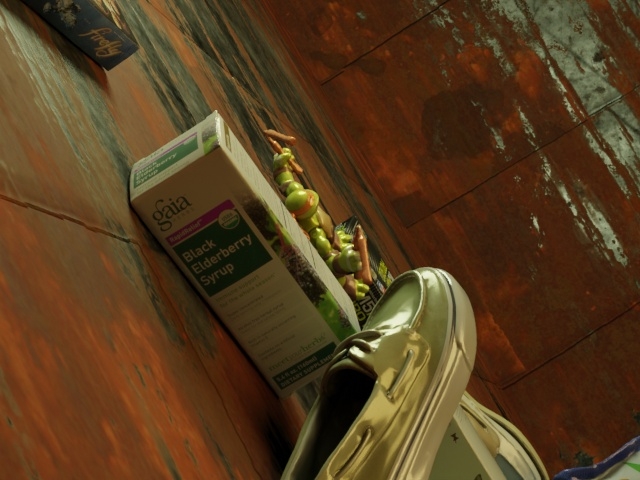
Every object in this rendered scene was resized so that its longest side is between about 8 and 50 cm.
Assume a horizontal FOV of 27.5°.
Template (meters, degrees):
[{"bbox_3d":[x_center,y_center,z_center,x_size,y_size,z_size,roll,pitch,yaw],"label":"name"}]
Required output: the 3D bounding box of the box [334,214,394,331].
[{"bbox_3d":[0.076,0.080,1.904,0.216,0.060,0.270,57,8,-3],"label":"box"}]

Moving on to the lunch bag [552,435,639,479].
[{"bbox_3d":[0.392,0.473,1.653,0.328,0.239,0.385,61,-24,26],"label":"lunch bag"}]

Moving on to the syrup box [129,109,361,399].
[{"bbox_3d":[-0.063,0.014,1.151,0.237,0.093,0.096,55,9,-24],"label":"syrup box"}]

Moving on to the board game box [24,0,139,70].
[{"bbox_3d":[-0.264,-0.273,1.195,0.165,0.042,0.243,62,8,22],"label":"board game box"}]

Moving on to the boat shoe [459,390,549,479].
[{"bbox_3d":[0.173,0.257,1.683,0.302,0.113,0.103,46,33,-4],"label":"boat shoe"}]

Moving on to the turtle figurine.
[{"bbox_3d":[0.000,0.000,1.642,0.269,0.087,0.217,53,-4,33],"label":"turtle figurine"}]

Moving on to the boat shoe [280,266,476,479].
[{"bbox_3d":[0.050,0.122,1.058,0.094,0.109,0.302,46,41,-25],"label":"boat shoe"}]

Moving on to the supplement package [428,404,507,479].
[{"bbox_3d":[0.134,0.256,1.413,0.179,0.105,0.105,58,7,1],"label":"supplement package"}]
